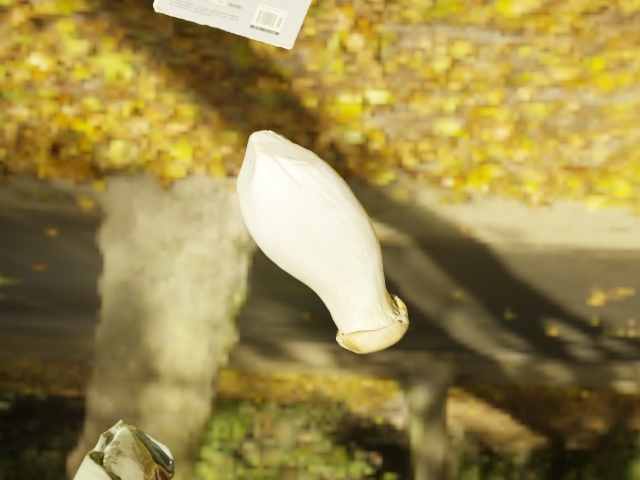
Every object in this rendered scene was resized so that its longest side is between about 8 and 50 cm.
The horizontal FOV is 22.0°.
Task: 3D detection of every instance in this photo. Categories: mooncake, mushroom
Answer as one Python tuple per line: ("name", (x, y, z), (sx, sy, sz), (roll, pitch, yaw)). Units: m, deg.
("mooncake", (-0.173, 0.226, 1.338), (0.073, 0.125, 0.130), (28, -164, 5))
("mushroom", (-0.001, 0.001, 1.386), (0.088, 0.212, 0.097), (-41, -164, -22))

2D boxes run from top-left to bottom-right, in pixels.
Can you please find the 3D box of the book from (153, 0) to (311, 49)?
("book", (-0.048, -0.248, 1.328), (0.127, 0.182, 0.014), (13, -150, -20))
